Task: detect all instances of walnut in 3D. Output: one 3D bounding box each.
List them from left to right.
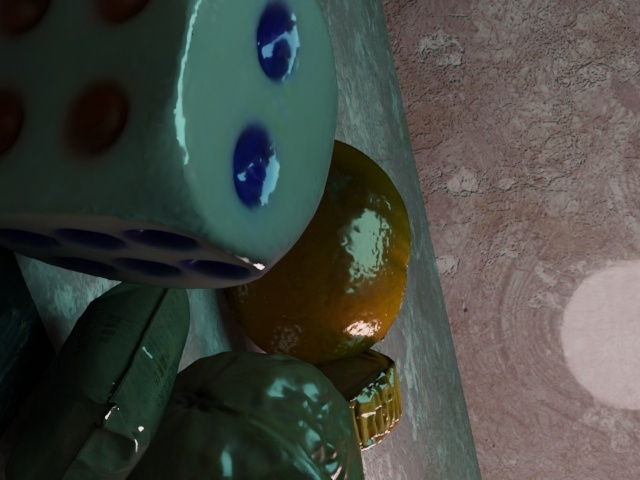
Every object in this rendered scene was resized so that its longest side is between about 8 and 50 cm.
[{"bbox_3d":[-0.076,0.249,1.411,0.273,0.227,0.273,-12,90,-72],"label":"walnut"}]

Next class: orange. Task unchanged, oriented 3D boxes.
[{"bbox_3d":[-0.003,-0.003,1.844,0.310,0.274,0.274,-97,170,-65],"label":"orange"}]

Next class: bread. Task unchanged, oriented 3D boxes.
[{"bbox_3d":[0.009,0.214,1.820,0.199,0.199,0.104,-68,147,-64],"label":"bread"}]

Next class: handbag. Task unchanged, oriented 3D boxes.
[{"bbox_3d":[-0.194,0.141,1.225,0.117,0.182,0.270,35,24,-10],"label":"handbag"}]

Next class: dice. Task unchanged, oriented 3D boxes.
[{"bbox_3d":[-0.146,-0.106,1.137,0.243,0.259,0.251,27,69,-55],"label":"dice"}]

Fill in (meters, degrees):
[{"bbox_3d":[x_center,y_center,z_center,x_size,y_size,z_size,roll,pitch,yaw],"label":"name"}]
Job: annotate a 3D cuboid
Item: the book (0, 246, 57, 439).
[{"bbox_3d":[-0.319,0.002,1.070,0.262,0.028,0.374,-69,146,-62],"label":"book"}]
